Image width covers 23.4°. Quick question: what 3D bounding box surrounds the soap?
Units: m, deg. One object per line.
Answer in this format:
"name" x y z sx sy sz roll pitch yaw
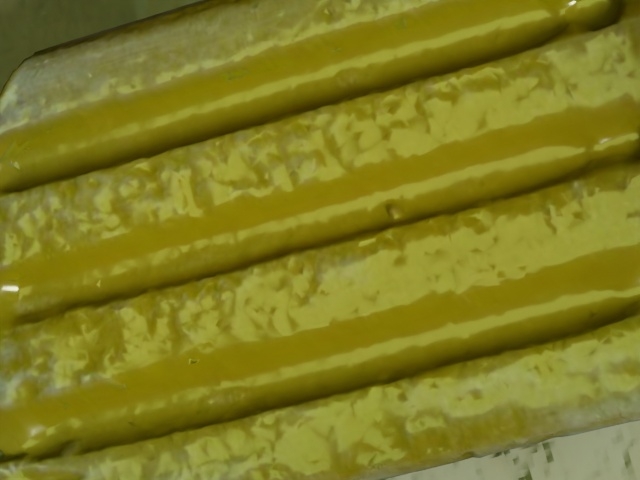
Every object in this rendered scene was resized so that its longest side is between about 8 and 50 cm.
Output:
"soap" 0.000 0.000 0.439 0.232 0.073 0.140 -15 79 12
